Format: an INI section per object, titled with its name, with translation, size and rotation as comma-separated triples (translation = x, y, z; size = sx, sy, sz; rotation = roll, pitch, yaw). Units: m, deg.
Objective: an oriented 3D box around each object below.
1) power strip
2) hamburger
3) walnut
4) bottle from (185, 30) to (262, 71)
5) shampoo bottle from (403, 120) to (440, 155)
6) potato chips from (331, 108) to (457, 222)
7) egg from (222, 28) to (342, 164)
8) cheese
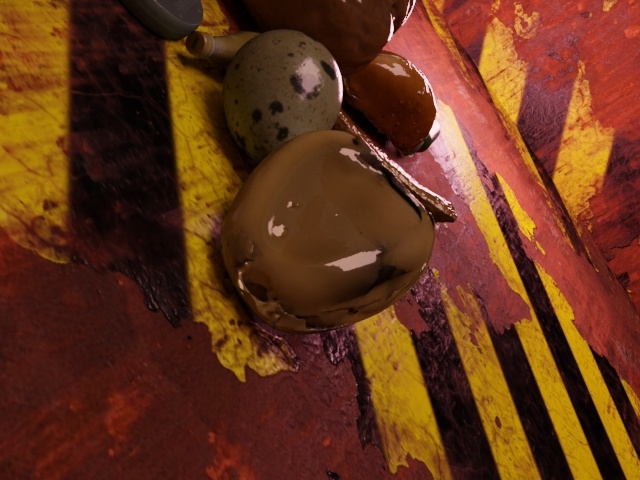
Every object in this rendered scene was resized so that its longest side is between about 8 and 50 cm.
[power strip]
translation = -0.233, -0.371, 1.429
size = 0.137, 0.044, 0.216
rotation = 51, 23, -14
[hamburger]
translation = 0.147, -0.304, 1.972
size = 0.283, 0.157, 0.144
rotation = 36, 30, -44
[walnut]
translation = 0.000, -0.478, 1.738
size = 0.344, 0.306, 0.306
rotation = 45, 24, -17
[bottle]
translation = -0.123, -0.291, 1.498
size = 0.270, 0.083, 0.083
rotation = -5, 64, -62
[shampoo bottle]
translation = 0.230, -0.237, 2.175
size = 0.065, 0.065, 0.204
rotation = 54, 21, -4
[potato chips]
translation = 0.097, -0.164, 1.782
size = 0.407, 0.080, 0.057
rotation = 42, 38, -19
[egg]
translation = -0.058, -0.204, 1.388
size = 0.177, 0.177, 0.228
rotation = 41, 43, -33
[cheese]
translation = 0.000, 0.000, 1.224
size = 0.259, 0.128, 0.316
rotation = 40, 43, 7
